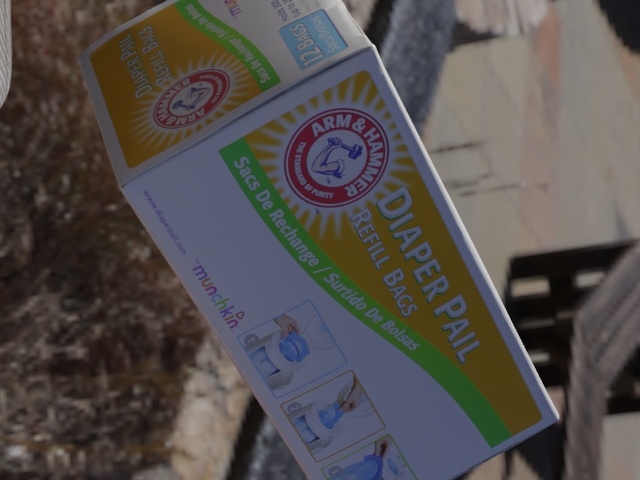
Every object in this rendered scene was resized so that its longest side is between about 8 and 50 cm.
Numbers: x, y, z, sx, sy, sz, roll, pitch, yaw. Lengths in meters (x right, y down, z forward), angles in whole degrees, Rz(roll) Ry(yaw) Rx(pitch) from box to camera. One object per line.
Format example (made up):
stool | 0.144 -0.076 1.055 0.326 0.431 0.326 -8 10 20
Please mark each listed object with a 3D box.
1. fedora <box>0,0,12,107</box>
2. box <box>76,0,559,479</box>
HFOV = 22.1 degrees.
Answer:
fedora | -0.244 -0.094 0.703 0.244 0.275 0.124 -103 -169 -60
box | 0.000 0.000 0.660 0.203 0.103 0.114 60 1 -34
